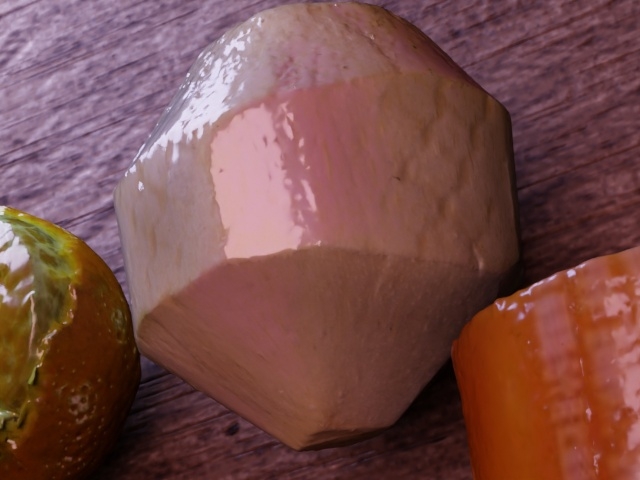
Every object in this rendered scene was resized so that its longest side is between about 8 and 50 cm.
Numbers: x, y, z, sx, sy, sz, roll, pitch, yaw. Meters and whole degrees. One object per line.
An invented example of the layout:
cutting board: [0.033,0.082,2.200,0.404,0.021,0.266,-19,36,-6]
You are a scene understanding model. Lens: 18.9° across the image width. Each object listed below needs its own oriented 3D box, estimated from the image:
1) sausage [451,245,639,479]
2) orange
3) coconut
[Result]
sausage: [0.201,0.160,1.002,0.233,0.233,0.287,-14,70,19]
orange: [-0.216,0.097,1.235,0.237,0.158,0.179,-46,50,4]
coconut: [0.000,0.000,1.128,0.259,0.259,0.259,-7,72,21]
